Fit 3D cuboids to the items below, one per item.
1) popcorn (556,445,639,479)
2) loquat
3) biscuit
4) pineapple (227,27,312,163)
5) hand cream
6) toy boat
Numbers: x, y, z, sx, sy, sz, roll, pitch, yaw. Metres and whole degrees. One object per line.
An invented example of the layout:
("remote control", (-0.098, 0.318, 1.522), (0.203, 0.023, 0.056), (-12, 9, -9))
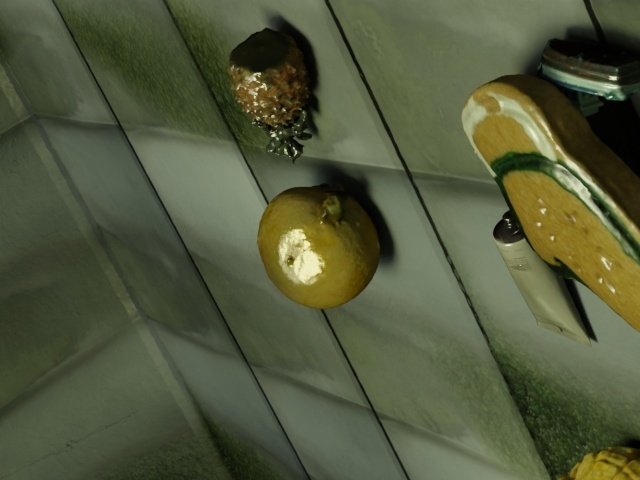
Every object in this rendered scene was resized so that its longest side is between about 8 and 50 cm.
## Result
("popcorn", (0.356, 0.319, 1.835), (0.194, 0.140, 0.163), (43, 162, 27))
("loquat", (0.000, 0.000, 2.141), (0.172, 0.149, 0.204), (53, 149, 22))
("biscuit", (0.257, -0.016, 1.587), (0.344, 0.057, 0.287), (50, 169, -6))
("pineapple", (-0.055, -0.176, 2.066), (0.108, 0.108, 0.197), (40, 159, 37))
("hand cream", (0.243, 0.041, 1.795), (0.087, 0.054, 0.186), (22, 147, 50))
("toy boat", (0.244, -0.145, 1.477), (0.140, 0.059, 0.066), (30, 131, 55))
